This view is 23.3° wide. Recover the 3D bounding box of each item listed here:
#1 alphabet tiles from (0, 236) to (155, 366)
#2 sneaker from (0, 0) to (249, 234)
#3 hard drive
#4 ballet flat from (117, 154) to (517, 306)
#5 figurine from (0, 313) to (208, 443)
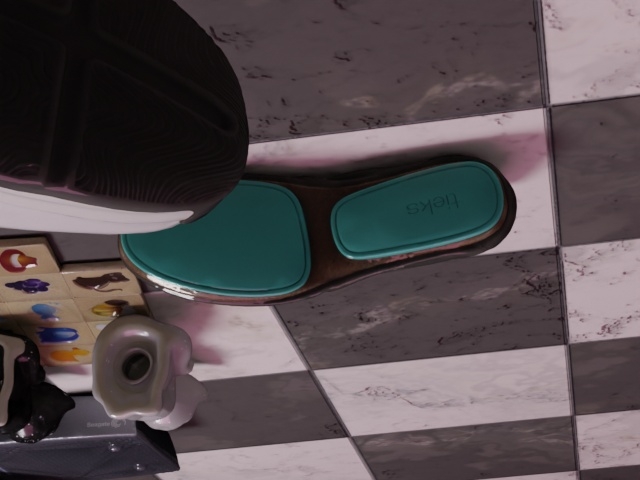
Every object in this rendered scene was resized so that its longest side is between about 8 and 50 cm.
[{"bbox_3d":[-0.316,0.062,1.308,0.342,0.011,0.285,-3,157,1],"label":"alphabet tiles"},{"bbox_3d":[-0.276,-0.063,0.788,0.447,0.169,0.257,15,144,-17],"label":"sneaker"},{"bbox_3d":[-0.289,0.211,1.605,0.254,0.054,0.172,-6,157,11],"label":"hard drive"},{"bbox_3d":[0.000,0.000,1.104,0.280,0.095,0.096,-5,169,3],"label":"ballet flat"},{"bbox_3d":[-0.209,0.134,1.387,0.214,0.092,0.209,-5,165,2],"label":"figurine"}]
